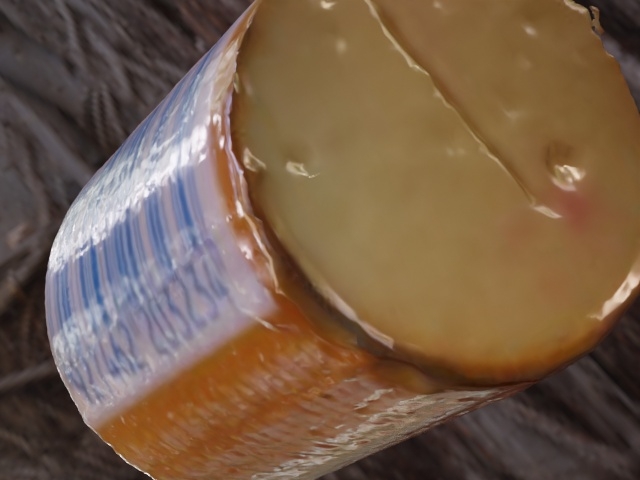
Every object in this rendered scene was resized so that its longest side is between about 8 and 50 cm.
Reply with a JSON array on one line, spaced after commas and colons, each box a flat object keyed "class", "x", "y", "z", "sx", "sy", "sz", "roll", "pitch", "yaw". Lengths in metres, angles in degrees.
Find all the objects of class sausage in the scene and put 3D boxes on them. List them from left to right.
[{"class": "sausage", "x": 0.000, "y": 0.000, "z": 0.844, "sx": 0.233, "sy": 0.233, "sz": 0.287, "roll": -24, "pitch": -8, "yaw": -31}]
